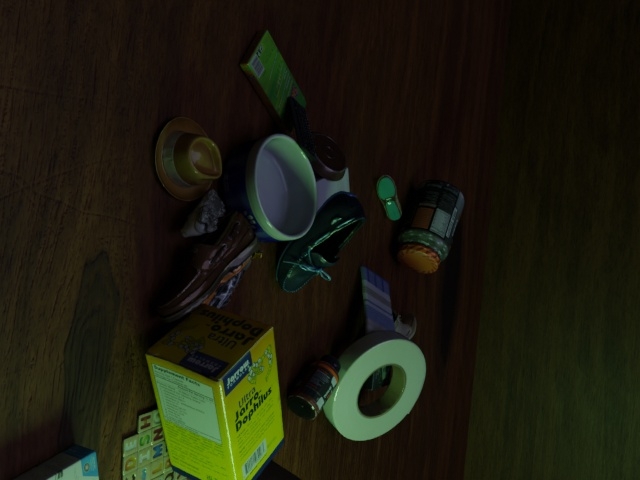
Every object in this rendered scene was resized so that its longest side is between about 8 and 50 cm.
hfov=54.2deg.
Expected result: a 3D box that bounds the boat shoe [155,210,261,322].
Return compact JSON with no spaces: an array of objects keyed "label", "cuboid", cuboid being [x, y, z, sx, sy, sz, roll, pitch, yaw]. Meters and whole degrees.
[{"label":"boat shoe","cuboid":[-0.267,0.051,1.400,0.307,0.110,0.105,-49,121,-37]}]

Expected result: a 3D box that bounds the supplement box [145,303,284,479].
[{"label":"supplement box","cuboid":[-0.219,0.354,1.377,0.195,0.194,0.357,-43,139,-48]}]

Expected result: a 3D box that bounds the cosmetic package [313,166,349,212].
[{"label":"cosmetic package","cuboid":[-0.002,-0.137,1.835,0.231,0.085,0.118,-28,119,-52]}]

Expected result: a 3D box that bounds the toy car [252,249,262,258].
[{"label":"toy car","cuboid":[-0.142,-0.004,1.661,0.060,0.040,0.122,26,72,-58]}]

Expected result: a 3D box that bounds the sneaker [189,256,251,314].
[{"label":"sneaker","cuboid":[-0.237,0.109,1.487,0.215,0.084,0.083,-48,134,-31]}]

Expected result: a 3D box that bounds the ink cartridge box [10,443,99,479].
[{"label":"ink cartridge box","cuboid":[-0.492,0.460,1.127,0.180,0.060,0.104,-20,112,-57]}]

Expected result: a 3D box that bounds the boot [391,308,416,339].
[{"label":"boot","cuboid":[0.303,0.323,2.430,0.213,0.077,0.165,-52,135,-38]}]

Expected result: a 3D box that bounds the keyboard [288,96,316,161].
[{"label":"keyboard","cuboid":[-0.040,-0.291,1.662,0.108,0.023,0.180,44,29,-53]}]

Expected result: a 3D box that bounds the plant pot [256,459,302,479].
[{"label":"plant pot","cuboid":[-0.142,0.670,1.589,0.263,0.229,0.263,-13,106,-57]}]

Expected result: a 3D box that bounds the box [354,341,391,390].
[{"label":"box","cuboid":[0.185,0.441,2.234,0.158,0.093,0.156,8,88,-61]}]

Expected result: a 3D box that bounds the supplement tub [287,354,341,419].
[{"label":"supplement tub","cuboid":[-0.011,0.436,1.889,0.198,0.106,0.106,-50,135,-43]}]

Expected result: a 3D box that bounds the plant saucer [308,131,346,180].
[{"label":"plant saucer","cuboid":[0.016,-0.250,1.813,0.168,0.029,0.169,27,45,-30]}]

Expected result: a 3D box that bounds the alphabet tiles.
[{"label":"alphabet tiles","cuboid":[-0.366,0.490,1.396,0.198,0.009,0.238,-4,99,-59]}]

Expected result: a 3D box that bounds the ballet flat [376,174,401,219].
[{"label":"ballet flat","cuboid":[0.248,-0.166,2.284,0.067,0.073,0.206,-91,167,-50]}]

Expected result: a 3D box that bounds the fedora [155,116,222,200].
[{"label":"fedora","cuboid":[-0.274,-0.177,1.373,0.194,0.079,0.195,-17,109,-58]}]

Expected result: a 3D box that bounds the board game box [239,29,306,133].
[{"label":"board game box","cuboid":[-0.117,-0.409,1.644,0.259,0.039,0.124,53,51,-46]}]

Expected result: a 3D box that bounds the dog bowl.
[{"label":"dog bowl","cuboid":[-0.121,-0.127,1.570,0.264,0.104,0.265,18,69,-55]}]

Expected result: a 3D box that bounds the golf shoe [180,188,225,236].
[{"label":"golf shoe","cuboid":[-0.271,-0.061,1.419,0.069,0.085,0.176,62,15,-17]}]

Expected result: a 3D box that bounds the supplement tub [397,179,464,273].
[{"label":"supplement tub","cuboid":[0.426,-0.054,2.448,0.207,0.207,0.338,57,48,-46]}]

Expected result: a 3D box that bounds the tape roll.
[{"label":"tape roll","cuboid":[0.186,0.487,2.093,0.391,0.072,0.393,-14,117,-29]}]

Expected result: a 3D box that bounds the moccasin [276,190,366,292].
[{"label":"moccasin","cuboid":[-0.007,0.024,1.668,0.137,0.117,0.342,3,130,-43]}]

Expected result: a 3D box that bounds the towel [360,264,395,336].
[{"label":"towel","cuboid":[0.199,0.248,2.194,0.209,0.034,0.285,34,44,-50]}]
